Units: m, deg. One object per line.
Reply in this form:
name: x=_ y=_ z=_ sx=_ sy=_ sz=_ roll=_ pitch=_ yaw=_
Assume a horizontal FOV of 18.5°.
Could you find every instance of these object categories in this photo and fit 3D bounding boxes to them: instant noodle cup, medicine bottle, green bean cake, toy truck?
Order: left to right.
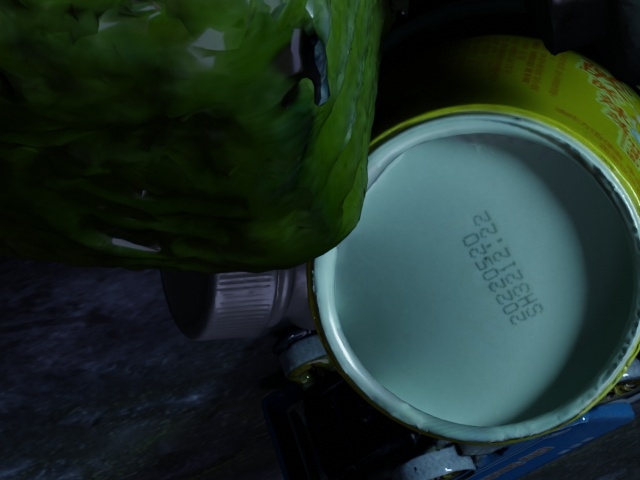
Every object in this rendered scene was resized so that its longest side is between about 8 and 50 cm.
green bean cake: x=-0.102 y=-0.088 z=0.737 sx=0.247 sy=0.156 sz=0.250 roll=8 pitch=158 yaw=8
medicine bottle: x=0.000 y=0.000 z=1.126 sx=0.168 sy=0.105 sz=0.105 roll=-5 pitch=154 yaw=-23
toy truck: x=0.107 y=0.091 z=1.340 sx=0.175 sy=0.146 sz=0.367 roll=0 pitch=155 yaw=-47
instant noodle cup: x=0.081 y=-0.006 z=0.935 sx=0.215 sy=0.215 sz=0.236 roll=-21 pitch=-174 yaw=12

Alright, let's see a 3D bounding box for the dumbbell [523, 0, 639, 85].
dumbbell: x=0.170 y=-0.171 z=0.759 sx=0.290 sy=0.192 sz=0.192 roll=-16 pitch=156 yaw=5
